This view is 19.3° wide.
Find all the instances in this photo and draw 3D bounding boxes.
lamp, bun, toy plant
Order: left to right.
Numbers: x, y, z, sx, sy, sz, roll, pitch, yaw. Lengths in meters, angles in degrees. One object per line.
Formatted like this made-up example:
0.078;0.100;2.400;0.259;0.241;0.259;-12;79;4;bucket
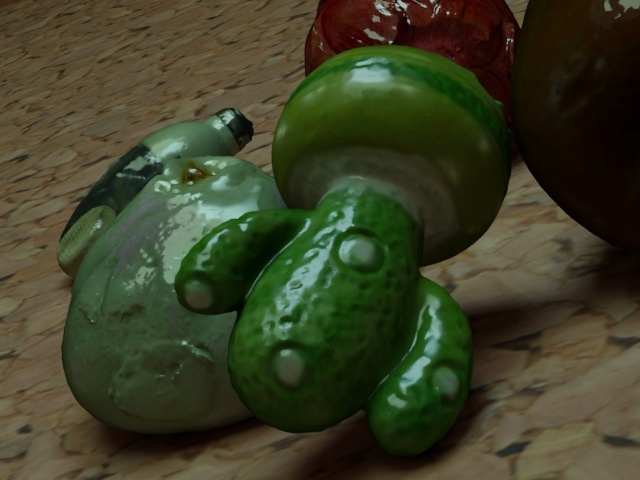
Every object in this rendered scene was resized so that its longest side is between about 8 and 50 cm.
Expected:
-0.241;0.007;2.017;0.086;0.055;0.086;-40;25;23;bun
-0.182;-0.063;2.098;0.250;0.101;0.101;-37;21;-13;lamp
-0.093;0.026;1.573;0.293;0.187;0.293;-20;20;8;bun
0.023;0.008;1.391;0.184;0.224;0.315;116;175;-47;toy plant

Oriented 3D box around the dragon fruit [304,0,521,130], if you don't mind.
0.097;-0.177;1.895;0.241;0.241;0.252;-24;32;-8;dragon fruit

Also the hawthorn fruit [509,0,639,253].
0.273;-0.112;1.454;0.268;0.267;0.301;-13;23;26;hawthorn fruit
